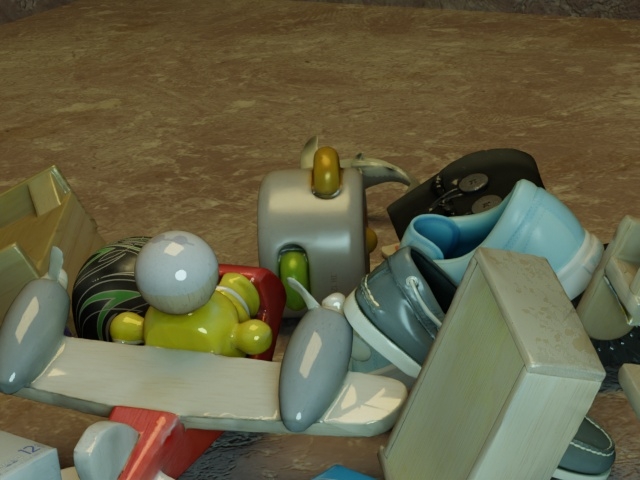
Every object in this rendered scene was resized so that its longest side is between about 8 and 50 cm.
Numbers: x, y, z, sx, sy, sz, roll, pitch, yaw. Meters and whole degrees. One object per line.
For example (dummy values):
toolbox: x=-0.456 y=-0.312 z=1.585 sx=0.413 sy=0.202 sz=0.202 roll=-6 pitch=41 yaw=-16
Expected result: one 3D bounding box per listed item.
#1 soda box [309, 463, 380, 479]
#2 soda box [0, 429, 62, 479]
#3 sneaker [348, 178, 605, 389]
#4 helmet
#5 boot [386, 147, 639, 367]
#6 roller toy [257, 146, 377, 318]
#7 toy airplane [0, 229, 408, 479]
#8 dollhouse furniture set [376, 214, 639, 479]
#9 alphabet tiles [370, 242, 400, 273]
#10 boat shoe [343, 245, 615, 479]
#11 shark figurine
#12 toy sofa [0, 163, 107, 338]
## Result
soda box: x=-0.029 y=0.284 z=1.425 sx=0.067 sy=0.071 sz=0.210 roll=13 pitch=27 yaw=41
soda box: x=-0.358 y=0.272 z=1.378 sx=0.091 sy=0.098 sz=0.286 roll=10 pitch=25 yaw=37
sneaker: x=0.118 y=0.044 z=1.662 sx=0.366 sy=0.150 sz=0.135 roll=-32 pitch=15 yaw=28
helmet: x=-0.216 y=0.073 z=1.890 sx=0.169 sy=0.161 sz=0.169 roll=10 pitch=30 yaw=-6
boot: x=0.293 y=0.006 z=1.913 sx=0.367 sy=0.146 sz=0.445 roll=-17 pitch=22 yaw=0
roller toy: x=0.000 y=0.000 z=2.003 sx=0.146 sy=0.209 sz=0.191 roll=-3 pitch=-16 yaw=4
toy airplane: x=-0.155 y=0.127 z=1.589 sx=0.386 sy=0.272 sz=0.384 roll=-11 pitch=24 yaw=-21
dollhouse furniture set: x=0.289 y=0.180 z=1.384 sx=0.394 sy=0.256 sz=0.362 roll=9 pitch=34 yaw=-20
alphabet tiles: x=0.215 y=0.031 z=2.118 sx=0.284 sy=0.021 sz=0.278 roll=-14 pitch=22 yaw=-20
boat shoe: x=0.175 y=0.124 z=1.546 sx=0.319 sy=0.099 sz=0.116 roll=36 pitch=21 yaw=-3
shark figurine: x=0.063 y=-0.072 z=2.335 sx=0.278 sy=0.116 sz=0.166 roll=-5 pitch=53 yaw=24
toy sofa: x=-0.392 y=0.050 z=2.085 sx=0.150 sy=0.177 sz=0.362 roll=-28 pitch=19 yaw=9
